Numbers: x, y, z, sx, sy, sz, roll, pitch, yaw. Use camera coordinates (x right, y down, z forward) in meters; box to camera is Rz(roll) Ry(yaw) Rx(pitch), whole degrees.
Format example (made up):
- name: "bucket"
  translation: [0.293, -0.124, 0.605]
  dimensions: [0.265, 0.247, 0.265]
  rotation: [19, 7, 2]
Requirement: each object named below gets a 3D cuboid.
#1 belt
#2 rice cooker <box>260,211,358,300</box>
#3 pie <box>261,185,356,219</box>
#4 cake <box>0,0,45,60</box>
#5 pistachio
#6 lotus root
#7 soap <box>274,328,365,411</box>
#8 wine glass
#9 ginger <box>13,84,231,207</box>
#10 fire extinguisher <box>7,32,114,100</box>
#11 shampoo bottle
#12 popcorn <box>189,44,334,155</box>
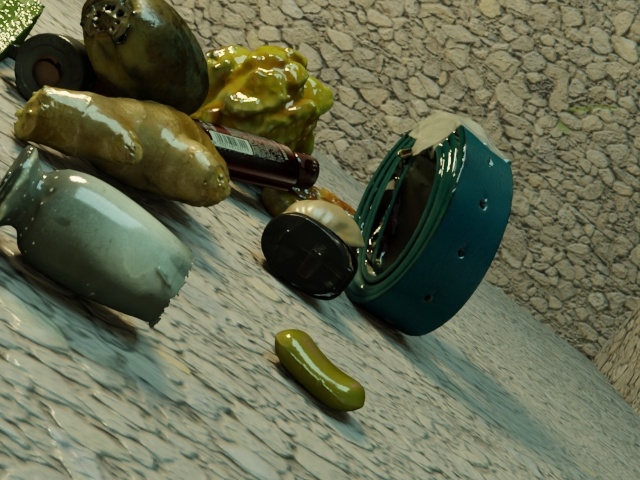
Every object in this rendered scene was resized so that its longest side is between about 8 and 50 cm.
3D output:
- name: "belt"
  translation: [0.205, -0.037, 2.065]
  dimensions: [0.173, 0.436, 0.300]
  rotation: [32, -29, -28]
- name: "rice cooker"
  translation: [-0.022, 0.022, 1.777]
  dimensions: [0.165, 0.112, 0.106]
  rotation: [37, 3, -10]
- name: "pie"
  translation: [0.010, -0.037, 2.263]
  dimensions: [0.315, 0.092, 0.315]
  rotation: [32, 12, -7]
- name: "cake"
  translation: [-0.512, -0.349, 1.712]
  dimensions: [0.100, 0.099, 0.235]
  rotation: [35, 11, -13]
- name: "pistachio"
  translation: [0.000, 0.000, 1.918]
  dimensions: [0.144, 0.144, 0.215]
  rotation: [44, 5, 28]
- name: "lotus root"
  translation: [-0.259, -0.280, 1.668]
  dimensions: [0.275, 0.152, 0.160]
  rotation: [61, 21, -68]
- name: "soap"
  translation: [-0.003, 0.164, 1.364]
  dimensions: [0.140, 0.045, 0.089]
  rotation: [42, 12, 15]
- name: "wine glass"
  translation: [-0.230, -0.004, 1.080]
  dimensions: [0.204, 0.111, 0.111]
  rotation: [32, 11, -19]
- name: "ginger"
  translation: [-0.259, -0.111, 1.543]
  dimensions: [0.236, 0.166, 0.375]
  rotation: [51, 27, 9]
- name: "fire extinguisher"
  translation: [-0.397, -0.291, 1.789]
  dimensions: [0.200, 0.113, 0.376]
  rotation: [48, 10, 3]
- name: "shampoo bottle"
  translation: [-0.137, -0.157, 2.097]
  dimensions: [0.323, 0.084, 0.129]
  rotation: [10, 33, -48]
- name: "popcorn"
  translation: [-0.119, -0.252, 2.311]
  dimensions: [0.321, 0.325, 0.290]
  rotation: [-5, 23, -4]
